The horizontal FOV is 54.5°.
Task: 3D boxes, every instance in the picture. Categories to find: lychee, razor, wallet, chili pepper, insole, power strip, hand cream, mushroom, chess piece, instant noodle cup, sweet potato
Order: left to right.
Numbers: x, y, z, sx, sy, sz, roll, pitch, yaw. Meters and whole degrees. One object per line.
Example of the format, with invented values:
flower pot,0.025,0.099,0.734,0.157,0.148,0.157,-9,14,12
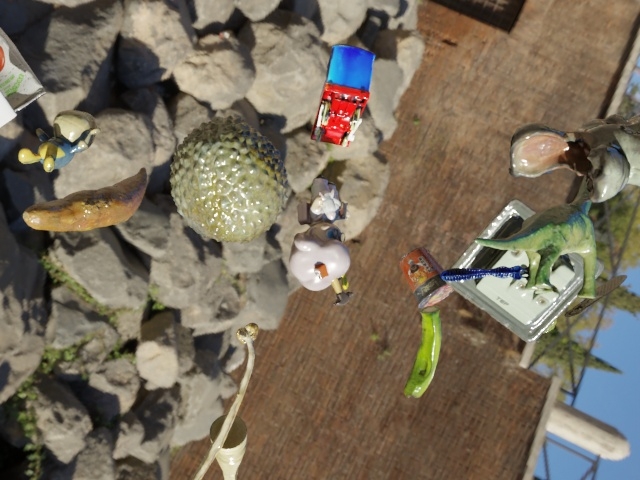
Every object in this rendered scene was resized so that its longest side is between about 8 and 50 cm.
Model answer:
wallet,-0.563,-0.242,1.028,0.061,0.025,0.122,-41,140,-21
hand cream,-0.635,-0.349,1.199,0.121,0.336,0.076,-38,152,0
sweet potato,-0.510,-0.077,1.430,0.095,0.106,0.354,-18,-170,37
mushroom,-0.122,0.232,0.719,0.028,0.026,0.286,11,-98,52
lychee,-0.194,-0.125,1.305,0.255,0.255,0.274,-62,167,-17
chess piece,-0.218,0.512,1.510,0.200,0.090,0.090,94,20,-44
instant noodle cup,0.284,0.095,1.681,0.127,0.136,0.127,-25,157,-12
chili pepper,0.212,0.224,1.248,0.050,0.051,0.202,-28,129,-60
razor,0.280,0.057,1.041,0.028,0.154,0.044,-33,120,-76
power strip,0.441,0.078,1.367,0.251,0.257,0.092,-55,177,29
insole,0.453,0.090,1.021,0.135,0.002,0.045,-31,-177,-16

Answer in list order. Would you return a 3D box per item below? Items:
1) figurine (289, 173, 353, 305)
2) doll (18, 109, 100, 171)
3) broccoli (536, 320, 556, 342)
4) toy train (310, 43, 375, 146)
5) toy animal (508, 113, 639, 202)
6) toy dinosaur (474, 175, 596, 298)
figurine,0.000,0.000,1.098,0.137,0.111,0.229,29,60,-63
doll,-0.467,-0.189,1.138,0.179,0.102,0.089,-68,176,-55
broccoli,0.519,0.174,1.536,0.120,0.131,0.130,-37,150,-59
toy train,0.038,-0.256,1.149,0.204,0.082,0.131,122,-23,-75
toy animal,0.400,-0.103,0.706,0.168,0.343,0.106,-115,-159,-56
toy dinosaur,0.386,-0.063,0.995,0.447,0.087,0.301,16,80,-46
